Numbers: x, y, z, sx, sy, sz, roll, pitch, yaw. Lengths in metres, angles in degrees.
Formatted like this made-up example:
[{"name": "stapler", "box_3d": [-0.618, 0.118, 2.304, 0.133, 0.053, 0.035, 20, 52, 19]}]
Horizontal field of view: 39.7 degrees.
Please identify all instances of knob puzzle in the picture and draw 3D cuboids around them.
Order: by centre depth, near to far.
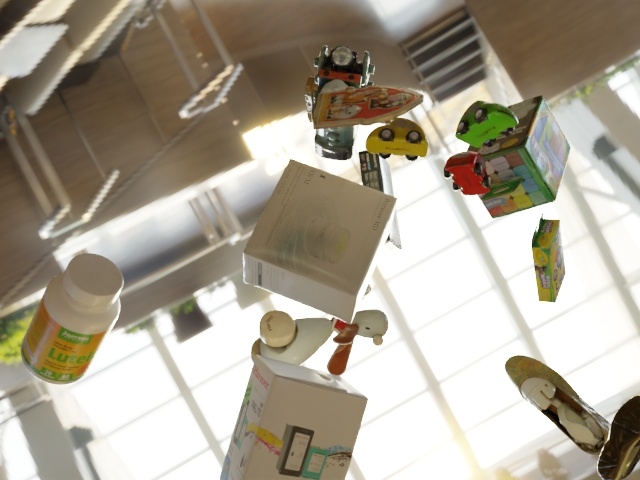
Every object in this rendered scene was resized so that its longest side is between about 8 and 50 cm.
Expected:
[{"name": "knob puzzle", "box_3d": [0.086, -0.249, 1.571, 0.213, 0.030, 0.213, -8, -154, 4]}]

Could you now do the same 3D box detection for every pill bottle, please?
[{"name": "pill bottle", "box_3d": [-0.448, 0.140, 1.616, 0.136, 0.136, 0.245, -24, 155, -50]}]

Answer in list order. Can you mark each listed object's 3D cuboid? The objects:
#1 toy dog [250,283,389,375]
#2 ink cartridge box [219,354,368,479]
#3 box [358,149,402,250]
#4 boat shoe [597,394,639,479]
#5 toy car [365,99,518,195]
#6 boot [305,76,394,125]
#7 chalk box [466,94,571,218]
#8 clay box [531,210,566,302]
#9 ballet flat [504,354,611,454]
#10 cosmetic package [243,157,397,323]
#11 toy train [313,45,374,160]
[{"name": "toy dog", "box_3d": [0.001, 0.244, 2.022, 0.334, 0.161, 0.220, -18, 148, 3]}, {"name": "ink cartridge box", "box_3d": [-0.056, 0.389, 1.732, 0.197, 0.270, 0.198, 17, 180, -15]}, {"name": "box", "box_3d": [0.141, -0.090, 2.082, 0.051, 0.220, 0.175, -9, 170, 13]}, {"name": "boat shoe", "box_3d": [0.482, 0.308, 1.384, 0.049, 0.056, 0.152, 8, 114, -34]}, {"name": "toy car", "box_3d": [0.215, -0.159, 1.356, 0.239, 0.053, 0.225, 20, 153, -24]}, {"name": "boot", "box_3d": [0.096, -0.377, 2.586, 0.269, 0.089, 0.236, 15, 168, 10]}, {"name": "chalk box", "box_3d": [0.346, -0.134, 1.586, 0.132, 0.132, 0.213, -15, -147, 39]}, {"name": "clay box", "box_3d": [0.610, 0.043, 2.371, 0.053, 0.222, 0.127, 6, -138, 28]}, {"name": "ballet flat", "box_3d": [0.629, 0.437, 2.347, 0.123, 0.348, 0.123, -49, 172, -9]}, {"name": "cosmetic package", "box_3d": [0.000, 0.000, 1.672, 0.138, 0.225, 0.224, 99, 13, -62]}, {"name": "toy train", "box_3d": [0.045, -0.318, 2.077, 0.142, 0.190, 0.334, 8, 165, 2]}]
